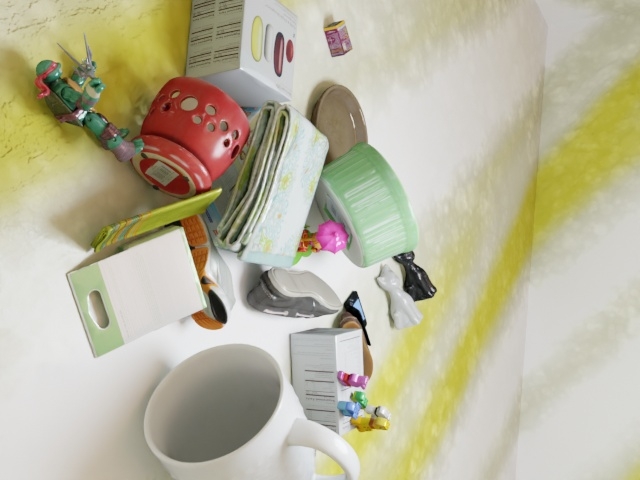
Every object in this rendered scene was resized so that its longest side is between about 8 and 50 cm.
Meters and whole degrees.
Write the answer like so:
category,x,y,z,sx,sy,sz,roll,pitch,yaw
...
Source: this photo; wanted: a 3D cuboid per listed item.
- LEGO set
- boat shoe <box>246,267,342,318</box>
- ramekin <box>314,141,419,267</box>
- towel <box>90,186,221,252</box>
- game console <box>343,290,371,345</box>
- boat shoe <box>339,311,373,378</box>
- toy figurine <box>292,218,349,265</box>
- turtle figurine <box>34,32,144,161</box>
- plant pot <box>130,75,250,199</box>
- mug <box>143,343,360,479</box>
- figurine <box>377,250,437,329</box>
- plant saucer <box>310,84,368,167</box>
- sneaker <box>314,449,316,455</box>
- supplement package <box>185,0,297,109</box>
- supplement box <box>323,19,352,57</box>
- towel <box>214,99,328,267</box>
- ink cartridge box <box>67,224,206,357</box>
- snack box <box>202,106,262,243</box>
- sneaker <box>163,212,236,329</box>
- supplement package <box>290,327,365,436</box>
category,x,y,z,sx,sy,sz,roll,pitch,yaw
LEGO set,0.119,0.408,1.826,0.227,0.093,0.087,54,45,-43
boat shoe,-0.061,0.135,1.832,0.335,0.095,0.112,22,34,-60
ramekin,0.103,-0.079,1.901,0.148,0.303,0.303,-27,118,-12
towel,-0.292,-0.038,1.370,0.237,0.102,0.021,-23,85,-35
game console,0.117,0.215,2.113,0.107,0.071,0.122,-48,128,-48
boat shoe,0.096,0.292,2.077,0.073,0.073,0.207,-119,-163,-65
toy figurine,0.000,0.000,1.853,0.173,0.159,0.130,14,76,-58
turtle figurine,-0.398,-0.241,1.275,0.234,0.118,0.175,58,2,-41
plant pot,-0.251,-0.182,1.434,0.191,0.191,0.174,52,52,-43
mug,-0.105,0.409,1.461,0.276,0.374,0.328,-67,147,-42
figurine,0.255,0.133,2.342,0.209,0.092,0.215,62,40,-23
plant saucer,0.049,-0.282,2.063,0.278,0.041,0.278,3,86,-58
sneaker,-0.111,0.431,1.729,0.129,0.111,0.297,-45,123,-30
supplement package,-0.164,-0.414,1.621,0.194,0.149,0.203,19,71,-57
supplement box,0.049,-0.551,2.073,0.055,0.043,0.083,-48,127,-48
towel,-0.086,-0.105,1.618,0.374,0.090,0.320,21,89,-76
ink cartridge box,-0.340,0.090,1.403,0.235,0.056,0.171,-24,110,-31
snack box,-0.169,-0.156,1.681,0.322,0.060,0.187,-57,136,-43
sneaker,-0.241,0.045,1.546,0.121,0.099,0.262,-59,138,-70
supplement package,0.019,0.346,1.887,0.139,0.134,0.244,-1,89,-58
